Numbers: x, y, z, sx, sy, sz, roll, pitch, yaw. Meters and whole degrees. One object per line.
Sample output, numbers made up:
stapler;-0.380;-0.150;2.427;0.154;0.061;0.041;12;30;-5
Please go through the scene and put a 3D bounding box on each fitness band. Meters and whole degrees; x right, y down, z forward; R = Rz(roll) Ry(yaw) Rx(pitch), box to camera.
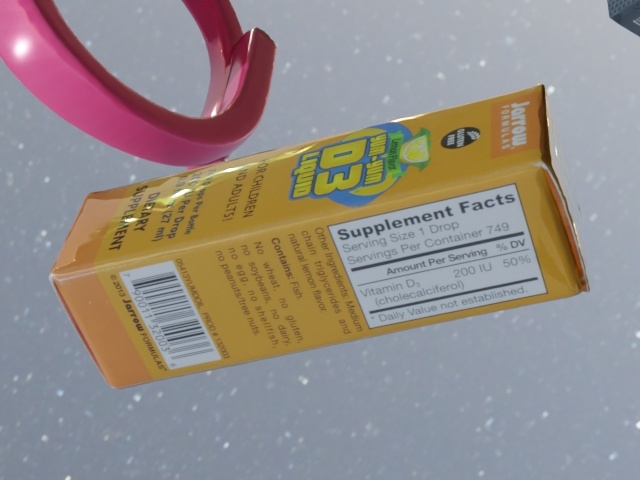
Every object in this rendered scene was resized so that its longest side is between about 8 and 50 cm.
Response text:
fitness band;-0.124;-0.154;0.824;0.209;0.054;0.291;42;-153;-21

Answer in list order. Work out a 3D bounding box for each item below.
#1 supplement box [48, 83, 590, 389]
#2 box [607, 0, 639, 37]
supplement box;0.000;0.000;0.554;0.078;0.233;0.080;-80;-26;-55
box;0.297;-0.135;0.640;0.232;0.183;0.059;20;-121;-31
